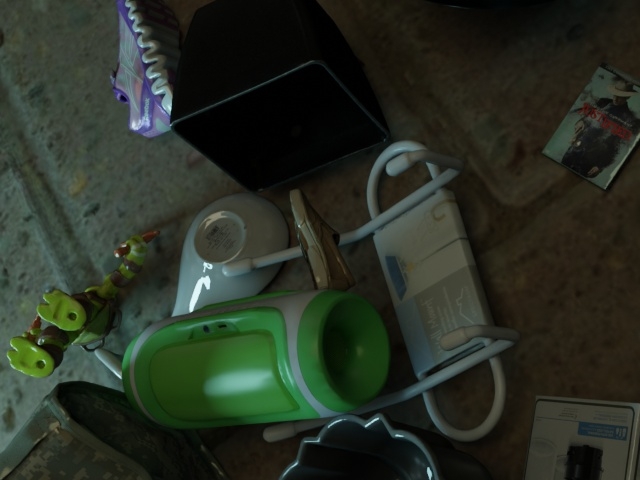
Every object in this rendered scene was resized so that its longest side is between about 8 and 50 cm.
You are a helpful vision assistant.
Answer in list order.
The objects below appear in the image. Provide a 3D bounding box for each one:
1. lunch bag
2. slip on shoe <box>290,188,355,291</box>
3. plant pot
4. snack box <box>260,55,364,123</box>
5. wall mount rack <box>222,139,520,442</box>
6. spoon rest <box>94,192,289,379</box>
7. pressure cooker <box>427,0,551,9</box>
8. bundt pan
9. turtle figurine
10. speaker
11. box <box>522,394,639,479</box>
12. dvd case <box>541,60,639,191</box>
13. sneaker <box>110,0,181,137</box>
[{"bbox_3d":[-0.272,0.286,1.277,0.235,0.287,0.169,-45,61,9],"label":"lunch bag"},{"bbox_3d":[0.000,0.000,1.219,0.041,0.051,0.135,-15,51,-5],"label":"slip on shoe"},{"bbox_3d":[-0.051,-0.190,1.316,0.188,0.187,0.167,-20,61,21],"label":"plant pot"},{"bbox_3d":[-0.030,-0.216,1.426,0.141,0.037,0.100,39,98,28],"label":"snack box"},{"bbox_3d":[0.053,0.065,1.262,0.304,0.130,0.350,-34,61,38],"label":"wall mount rack"},{"bbox_3d":[-0.149,0.058,1.406,0.137,0.084,0.276,39,83,28],"label":"spoon rest"},{"bbox_3d":[0.178,-0.441,1.176,0.375,0.420,0.370,-21,56,-15],"label":"pressure cooker"},{"bbox_3d":[0.080,0.334,1.130,0.331,0.124,0.331,-17,69,52],"label":"bundt pan"},{"bbox_3d":[-0.298,0.101,1.410,0.269,0.217,0.087,-39,93,13],"label":"turtle figurine"},{"bbox_3d":[-0.074,0.127,1.207,0.296,0.131,0.131,-12,71,41],"label":"speaker"},{"bbox_3d":[0.256,0.295,1.071,0.169,0.087,0.290,-8,70,66],"label":"box"},{"bbox_3d":[0.304,-0.123,1.245,0.087,0.013,0.119,37,94,30],"label":"dvd case"},{"bbox_3d":[-0.232,-0.232,1.509,0.104,0.095,0.236,-32,65,25],"label":"sneaker"}]
